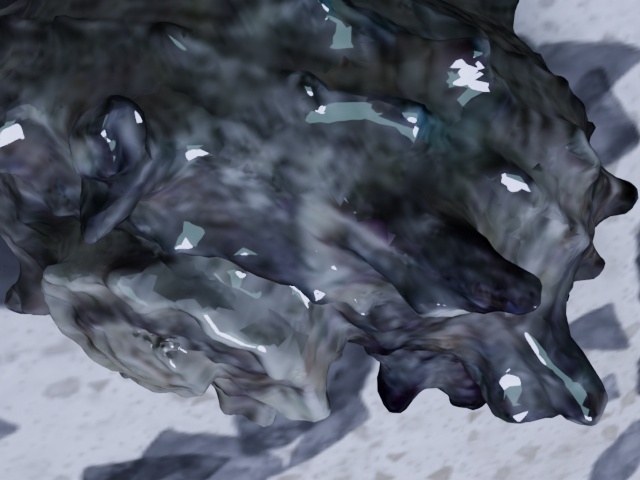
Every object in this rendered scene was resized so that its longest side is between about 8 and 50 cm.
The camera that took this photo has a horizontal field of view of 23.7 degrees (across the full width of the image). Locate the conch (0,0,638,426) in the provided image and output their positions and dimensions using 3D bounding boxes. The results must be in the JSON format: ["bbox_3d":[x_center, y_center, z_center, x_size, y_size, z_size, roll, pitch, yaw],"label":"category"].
[{"bbox_3d":[-0.010,-0.006,0.558,0.241,0.186,0.313,-19,165,31],"label":"conch"}]
